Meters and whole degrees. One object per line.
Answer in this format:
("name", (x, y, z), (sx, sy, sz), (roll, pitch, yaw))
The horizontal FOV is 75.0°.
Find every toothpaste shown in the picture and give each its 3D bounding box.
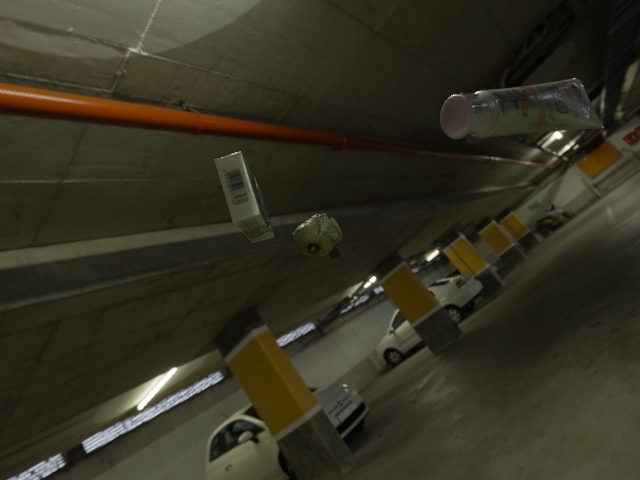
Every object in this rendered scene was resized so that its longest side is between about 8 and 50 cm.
("toothpaste", (0.324, -0.201, 0.642), (0.323, 0.100, 0.066), (-14, -13, -27))

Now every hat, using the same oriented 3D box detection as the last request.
("hat", (-0.001, 0.000, 0.676), (0.076, 0.059, 0.077), (-33, -30, 11))

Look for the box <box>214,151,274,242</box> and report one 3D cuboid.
("box", (-0.188, -0.099, 1.077), (0.069, 0.164, 0.256), (-18, -11, -2))
